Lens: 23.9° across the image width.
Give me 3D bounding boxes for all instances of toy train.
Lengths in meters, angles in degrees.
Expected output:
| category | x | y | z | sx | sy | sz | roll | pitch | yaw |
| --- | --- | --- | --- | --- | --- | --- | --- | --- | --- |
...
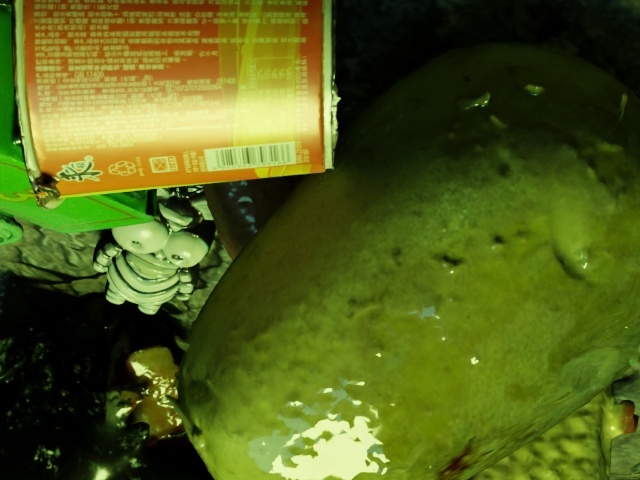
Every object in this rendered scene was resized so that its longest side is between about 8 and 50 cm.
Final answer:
| category | x | y | z | sx | sy | sz | roll | pitch | yaw |
| --- | --- | --- | --- | --- | --- | --- | --- | --- | --- |
| toy train | -0.232 | -0.075 | 1.036 | 0.188 | 0.132 | 0.243 | -8 | 163 | 29 |

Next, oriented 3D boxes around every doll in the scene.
| category | x | y | z | sx | sy | sz | roll | pitch | yaw |
| --- | --- | --- | --- | --- | --- | --- | --- | --- | --- |
| doll | -0.133 | 0.003 | 1.226 | 0.091 | 0.067 | 0.219 | 20 | 147 | -8 |

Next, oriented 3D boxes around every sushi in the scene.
| category | x | y | z | sx | sy | sz | roll | pitch | yaw |
| --- | --- | --- | --- | --- | --- | --- | --- | --- | --- |
| sushi | -0.191 | 0.182 | 1.399 | 0.212 | 0.215 | 0.227 | 3 | 148 | 12 |

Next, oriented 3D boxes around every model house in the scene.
| category | x | y | z | sx | sy | sz | roll | pitch | yaw |
| --- | --- | --- | --- | --- | --- | --- | --- | --- | --- |
| model house | 0.151 | 0.204 | 1.347 | 0.254 | 0.196 | 0.160 | -4 | 145 | 22 |

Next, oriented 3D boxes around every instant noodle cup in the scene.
| category | x | y | z | sx | sy | sz | roll | pitch | yaw |
| --- | --- | --- | --- | --- | --- | --- | --- | --- | --- |
| instant noodle cup | -0.074 | -0.120 | 0.879 | 0.174 | 0.213 | 0.213 | 1 | 149 | 1 |

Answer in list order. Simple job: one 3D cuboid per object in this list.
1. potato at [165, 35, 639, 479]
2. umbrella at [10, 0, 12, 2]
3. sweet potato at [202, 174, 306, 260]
| category | x | y | z | sx | sy | sz | roll | pitch | yaw |
| --- | --- | --- | --- | --- | --- | --- | --- | --- | --- |
| potato | 0.074 | 0.039 | 0.990 | 0.359 | 0.219 | 0.270 | -41 | 140 | 3 |
| umbrella | -0.199 | -0.178 | 0.977 | 0.036 | 0.031 | 0.133 | 24 | 150 | 3 |
| sweet potato | 0.001 | 0.001 | 1.137 | 0.131 | 0.131 | 0.337 | -8 | 128 | 29 |
